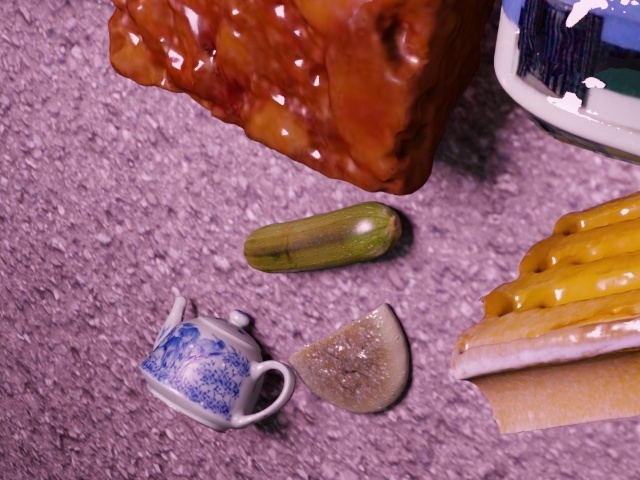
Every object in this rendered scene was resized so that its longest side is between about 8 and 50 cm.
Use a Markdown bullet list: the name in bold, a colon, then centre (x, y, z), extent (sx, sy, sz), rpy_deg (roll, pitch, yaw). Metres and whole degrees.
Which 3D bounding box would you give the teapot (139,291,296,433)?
- **teapot**: centre (-0.132, 0.155, 1.294), extent (0.232, 0.159, 0.159), rpy_deg (27, 128, 32)

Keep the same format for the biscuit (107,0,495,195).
- **biscuit**: centre (-0.031, -0.259, 0.935), extent (0.395, 0.166, 0.342), rpy_deg (28, 132, 26)

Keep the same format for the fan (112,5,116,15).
- **fan**: centre (-0.233, -0.257, 1.256), extent (0.080, 0.003, 0.060), rpy_deg (42, 134, 18)

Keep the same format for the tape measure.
- **tape measure**: centre (0.252, -0.144, 0.686), extent (0.262, 0.259, 0.138), rpy_deg (17, 121, 36)

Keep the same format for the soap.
- **soap**: centre (0.274, 0.036, 0.767), extent (0.281, 0.259, 0.143), rpy_deg (-16, 106, 48)

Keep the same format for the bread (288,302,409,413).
- **bread**: centre (0.041, 0.156, 1.199), extent (0.193, 0.036, 0.112), rpy_deg (-33, 89, 47)

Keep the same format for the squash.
- **squash**: centre (0.000, 0.000, 1.136), extent (0.229, 0.066, 0.066), rpy_deg (-10, 104, 45)
